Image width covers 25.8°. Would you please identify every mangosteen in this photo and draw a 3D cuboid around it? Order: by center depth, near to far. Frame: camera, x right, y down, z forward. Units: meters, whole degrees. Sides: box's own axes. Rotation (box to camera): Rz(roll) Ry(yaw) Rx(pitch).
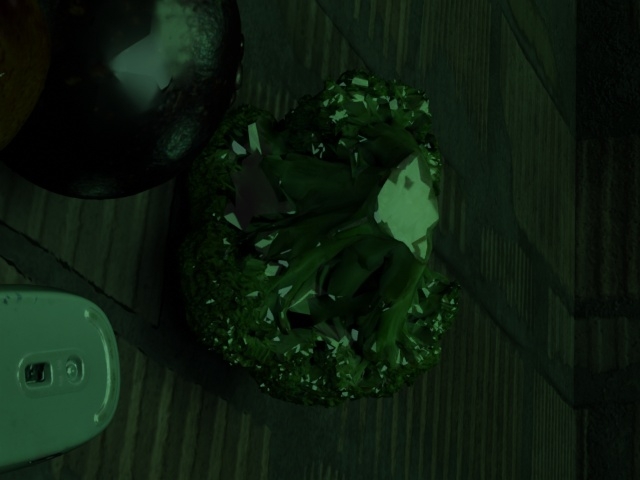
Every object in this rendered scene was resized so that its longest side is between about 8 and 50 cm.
[{"bbox_3d":[-0.208,-0.174,1.236,0.288,0.288,0.288,-6,90,-66],"label":"mangosteen"}]

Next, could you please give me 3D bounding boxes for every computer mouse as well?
[{"bbox_3d":[-0.284,0.116,1.180,0.288,0.097,0.160,-4,89,-54],"label":"computer mouse"}]

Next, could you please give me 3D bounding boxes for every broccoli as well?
[{"bbox_3d":[0.005,0.007,1.595,0.413,0.310,0.321,-43,137,-36],"label":"broccoli"}]

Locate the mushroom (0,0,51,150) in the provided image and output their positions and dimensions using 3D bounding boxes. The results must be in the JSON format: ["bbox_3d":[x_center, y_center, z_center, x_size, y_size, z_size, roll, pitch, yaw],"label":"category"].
[{"bbox_3d":[-0.338,-0.147,1.029,0.254,0.267,0.267,-133,-151,-73],"label":"mushroom"}]
